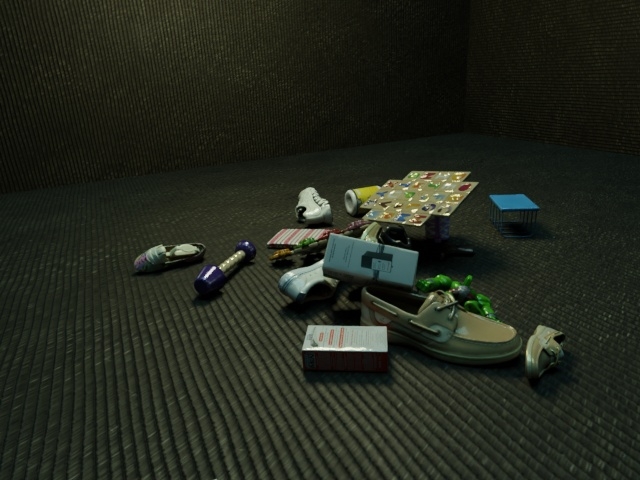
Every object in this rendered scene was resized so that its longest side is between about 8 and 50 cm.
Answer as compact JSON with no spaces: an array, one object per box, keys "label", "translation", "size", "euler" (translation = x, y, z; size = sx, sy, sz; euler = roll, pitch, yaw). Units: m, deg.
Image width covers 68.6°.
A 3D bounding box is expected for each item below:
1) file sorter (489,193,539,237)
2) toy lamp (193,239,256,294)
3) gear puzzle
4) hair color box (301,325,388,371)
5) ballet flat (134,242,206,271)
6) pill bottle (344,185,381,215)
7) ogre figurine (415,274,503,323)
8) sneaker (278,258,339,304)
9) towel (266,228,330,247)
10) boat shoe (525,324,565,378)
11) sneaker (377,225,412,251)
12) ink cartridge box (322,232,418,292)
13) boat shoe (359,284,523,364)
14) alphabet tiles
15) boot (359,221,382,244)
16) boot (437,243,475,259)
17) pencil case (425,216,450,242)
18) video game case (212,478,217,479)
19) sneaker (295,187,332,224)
[{"label":"file sorter","translation":[0.656,-0.086,1.606],"size":[0.118,0.104,0.170],"euler":[-1,20,7]},{"label":"toy lamp","translation":[-0.272,0.077,1.354],"size":[0.080,0.080,0.275],"euler":[4,21,19]},{"label":"gear puzzle","translation":[0.000,0.000,1.432],"size":[0.339,0.044,0.175],"euler":[-19,-8,13]},{"label":"hair color box","translation":[0.052,0.218,0.952],"size":[0.167,0.053,0.093],"euler":[1,22,7]},{"label":"ballet flat","translation":[-0.465,0.041,1.463],"size":[0.221,0.077,0.079],"euler":[-11,-21,-29]},{"label":"pill bottle","translation":[0.198,-0.164,1.892],"size":[0.184,0.103,0.103],"euler":[-11,21,-19]},{"label":"ogre figurine","translation":[0.320,0.134,1.069],"size":[0.197,0.097,0.118],"euler":[9,17,21]},{"label":"sneaker","translation":[0.007,0.110,1.233],"size":[0.258,0.094,0.091],"euler":[-19,53,-42]},{"label":"towel","translation":[-0.072,-0.003,1.614],"size":[0.197,0.029,0.144],"euler":[1,21,19]},{"label":"boat shoe","translation":[0.432,0.211,0.895],"size":[0.059,0.063,0.170],"euler":[4,20,35]},{"label":"sneaker","translation":[0.191,0.005,1.403],"size":[0.087,0.130,0.227],"euler":[-13,20,-29]},{"label":"ink cartridge box","translation":[0.114,0.059,1.108],"size":[0.208,0.087,0.153],"euler":[13,-12,3]},{"label":"boat shoe","translation":[0.239,0.167,0.977],"size":[0.341,0.110,0.121],"euler":[7,22,25]},{"label":"alphabet tiles","translation":[0.295,-0.136,1.448],"size":[0.342,0.011,0.285],"euler":[11,44,48]},{"label":"boot","translation":[0.172,0.051,1.256],"size":[0.165,0.077,0.213],"euler":[18,50,15]},{"label":"boot","translation":[0.415,0.035,1.423],"size":[0.114,0.037,0.106],"euler":[5,24,10]},{"label":"pencil case","translation":[0.387,-0.102,1.552],"size":[0.086,0.206,0.088],"euler":[-4,12,3]},{"label":"video game case","translation":[-0.187,0.375,0.624],"size":[0.122,0.011,0.087],"euler":[-12,23,-23]},{"label":"sneaker","translation":[-0.051,-0.134,1.865],"size":[0.118,0.110,0.292],"euler":[-18,23,-12]}]
